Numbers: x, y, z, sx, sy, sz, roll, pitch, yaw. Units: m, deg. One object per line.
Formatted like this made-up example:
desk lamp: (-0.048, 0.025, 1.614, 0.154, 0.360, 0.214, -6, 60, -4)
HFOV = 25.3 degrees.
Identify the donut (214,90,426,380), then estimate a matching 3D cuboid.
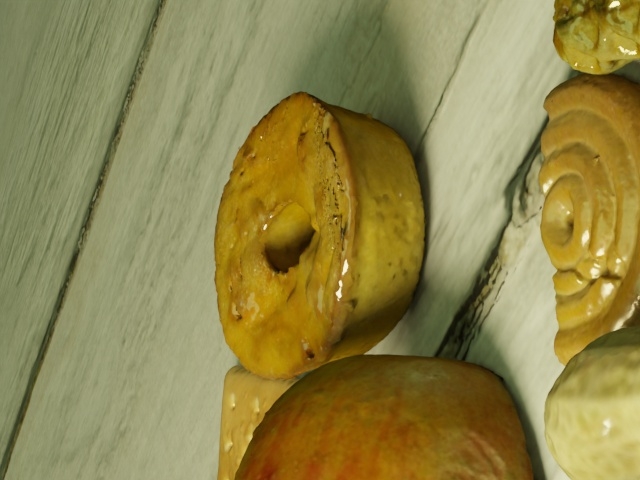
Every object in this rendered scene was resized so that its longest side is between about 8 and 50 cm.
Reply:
donut: (0.001, -0.001, 1.345, 0.277, 0.108, 0.278, -19, 68, 60)

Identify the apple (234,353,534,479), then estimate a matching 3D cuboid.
apple: (0.062, 0.256, 1.138, 0.254, 0.179, 0.346, -10, 73, 25)

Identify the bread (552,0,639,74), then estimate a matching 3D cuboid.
bread: (0.269, -0.183, 0.893, 0.367, 0.077, 0.084, -20, 69, 61)

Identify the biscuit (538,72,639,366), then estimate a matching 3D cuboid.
biscuit: (0.209, -0.020, 1.030, 0.144, 0.033, 0.224, -17, 72, 62)

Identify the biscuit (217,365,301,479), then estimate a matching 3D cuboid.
biscuit: (-0.050, 0.217, 1.491, 0.249, 0.030, 0.160, 3, 88, 63)

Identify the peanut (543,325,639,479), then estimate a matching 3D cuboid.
peanut: (0.227, 0.102, 0.887, 0.256, 0.123, 0.124, 140, 130, -57)
